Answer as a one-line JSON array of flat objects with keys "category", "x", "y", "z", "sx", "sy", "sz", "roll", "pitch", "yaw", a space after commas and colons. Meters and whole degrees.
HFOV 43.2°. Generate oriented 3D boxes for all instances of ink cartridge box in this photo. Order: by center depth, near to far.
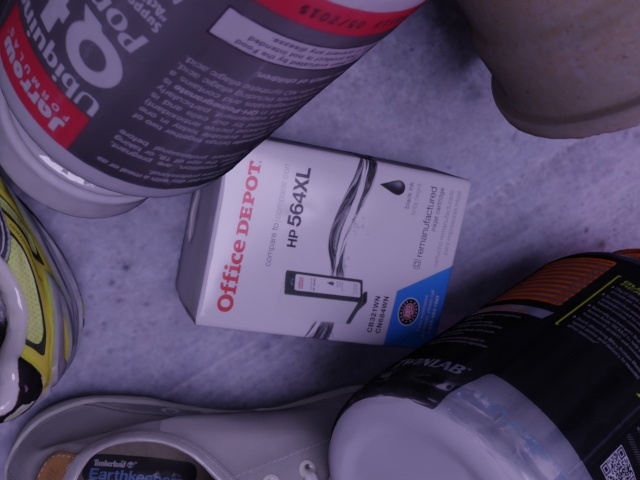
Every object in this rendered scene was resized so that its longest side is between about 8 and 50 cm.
[{"category": "ink cartridge box", "x": 0.000, "y": 0.000, "z": 0.651, "sx": 0.203, "sy": 0.086, "sz": 0.148, "roll": 8, "pitch": 100, "yaw": -21}]

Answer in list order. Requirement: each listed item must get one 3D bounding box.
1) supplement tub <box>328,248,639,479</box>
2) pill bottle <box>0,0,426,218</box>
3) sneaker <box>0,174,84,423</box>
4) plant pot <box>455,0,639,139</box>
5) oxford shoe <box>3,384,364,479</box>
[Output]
[{"category": "supplement tub", "x": 0.186, "y": 0.136, "z": 0.632, "sx": 0.338, "sy": 0.207, "sz": 0.207, "roll": -24, "pitch": 111, "yaw": -39}, {"category": "pill bottle", "x": -0.081, "y": -0.131, "z": 0.466, "sx": 0.176, "sy": 0.318, "sz": 0.176, "roll": 18, "pitch": 58, "yaw": -31}, {"category": "sneaker", "x": -0.275, "y": -0.051, "z": 0.515, "sx": 0.145, "sy": 0.147, "sz": 0.385, "roll": -35, "pitch": 109, "yaw": -6}, {"category": "plant pot", "x": 0.151, "y": -0.289, "z": 0.502, "sx": 0.305, "sy": 0.334, "sz": 0.334, "roll": 40, "pitch": 88, "yaw": -22}, {"category": "oxford shoe", "x": -0.023, "y": 0.208, "z": 0.669, "sx": 0.449, "sy": 0.130, "sz": 0.169, "roll": 6, "pitch": 96, "yaw": -22}]
